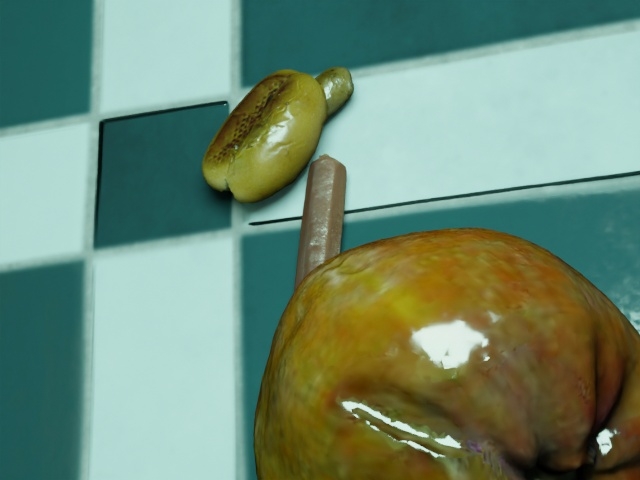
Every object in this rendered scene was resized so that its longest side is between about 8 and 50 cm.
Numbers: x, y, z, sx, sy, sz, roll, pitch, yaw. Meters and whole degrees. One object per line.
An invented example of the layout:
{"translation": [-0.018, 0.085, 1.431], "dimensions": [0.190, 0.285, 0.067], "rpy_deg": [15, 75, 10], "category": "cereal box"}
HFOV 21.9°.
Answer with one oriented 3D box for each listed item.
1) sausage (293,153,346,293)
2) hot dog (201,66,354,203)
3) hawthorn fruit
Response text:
{"translation": [-0.001, 0.000, 1.290], "dimensions": [0.030, 0.035, 0.147], "rpy_deg": [-11, 61, 36], "category": "sausage"}
{"translation": [-0.033, -0.090, 1.326], "dimensions": [0.090, 0.060, 0.140], "rpy_deg": [12, 68, 50], "category": "hot dog"}
{"translation": [0.071, 0.115, 1.102], "dimensions": [0.277, 0.277, 0.298], "rpy_deg": [-44, 34, -4], "category": "hawthorn fruit"}
